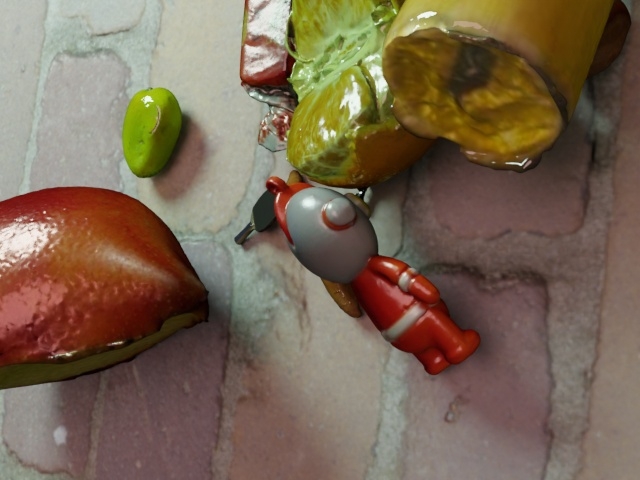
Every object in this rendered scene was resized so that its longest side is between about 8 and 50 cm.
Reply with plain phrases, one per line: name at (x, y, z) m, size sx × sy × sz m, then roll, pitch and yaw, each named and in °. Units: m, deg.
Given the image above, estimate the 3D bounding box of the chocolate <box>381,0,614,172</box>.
chocolate at (0.199, -0.278, 0.740) m, size 0.162 × 0.162 × 0.445 m, roll 14°, pitch 65°, yaw 29°

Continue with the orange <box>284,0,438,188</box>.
orange at (0.051, -0.168, 0.831) m, size 0.179 × 0.159 × 0.237 m, roll 159°, pitch 108°, yaw -64°

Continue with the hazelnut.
hazelnut at (0.231, -0.186, 0.794) m, size 0.086 × 0.086 × 0.086 m, roll -4°, pitch 81°, yaw 28°

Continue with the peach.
peach at (-0.280, 0.040, 0.928) m, size 0.362 × 0.258 × 0.201 m, roll -20°, pitch 80°, yaw 28°

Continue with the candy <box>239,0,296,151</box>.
candy at (-0.043, -0.238, 0.957) m, size 0.086 × 0.059 × 0.292 m, roll -1°, pitch 82°, yaw 31°

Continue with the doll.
doll at (0.040, 0.026, 0.819) m, size 0.245 × 0.142 × 0.076 m, roll 46°, pitch 67°, yaw 6°

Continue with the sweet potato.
sweet potato at (0.004, -0.002, 0.911) m, size 0.044 × 0.044 × 0.179 m, roll -31°, pitch 71°, yaw 21°

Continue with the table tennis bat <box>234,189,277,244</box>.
table tennis bat at (-0.067, -0.025, 0.959) m, size 0.083 × 0.007 × 0.050 m, roll -46°, pitch 38°, yaw 26°

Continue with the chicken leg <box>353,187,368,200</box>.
chicken leg at (0.042, -0.077, 0.911) m, size 0.036 × 0.021 × 0.083 m, roll -15°, pitch 80°, yaw 16°

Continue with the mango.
mango at (-0.198, -0.125, 1.025) m, size 0.073 × 0.056 × 0.108 m, roll 13°, pitch 92°, yaw 35°
